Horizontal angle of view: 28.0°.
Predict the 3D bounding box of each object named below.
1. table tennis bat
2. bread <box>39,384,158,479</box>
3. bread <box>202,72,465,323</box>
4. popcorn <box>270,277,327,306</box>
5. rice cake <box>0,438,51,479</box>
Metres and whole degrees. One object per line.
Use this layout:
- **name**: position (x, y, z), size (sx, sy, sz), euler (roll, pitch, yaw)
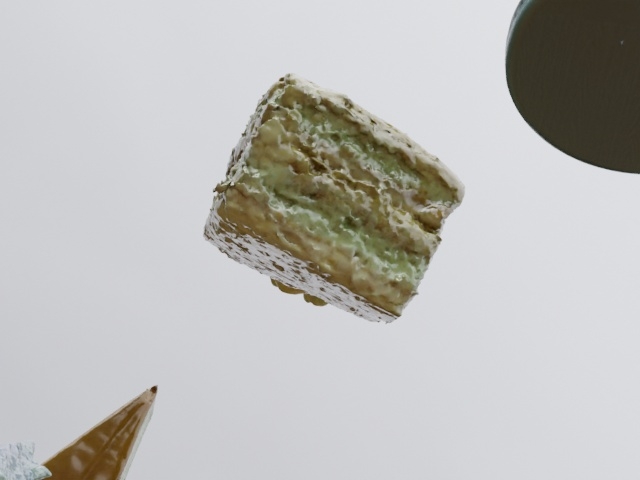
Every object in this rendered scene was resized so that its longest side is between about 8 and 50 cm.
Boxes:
- **table tennis bat**: position (0.140, -0.098, 0.519), size (0.124, 0.033, 0.201), euler (8, -40, 8)
- **bread**: position (-0.204, 0.181, 1.117), size (0.084, 0.139, 0.074), euler (21, -24, 1)
- **bread**: position (0.000, -0.020, 0.805), size (0.138, 0.102, 0.196), euler (31, -9, -3)
- **popcorn**: position (0.000, 0.000, 1.297), size (0.126, 0.145, 0.126), euler (-12, -63, 22)
- **rice cake**: position (-0.162, 0.119, 0.658), size (0.180, 0.042, 0.030), euler (138, -68, -80)
